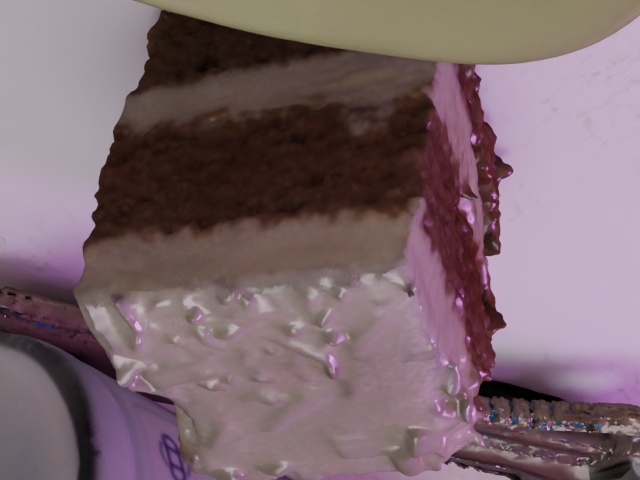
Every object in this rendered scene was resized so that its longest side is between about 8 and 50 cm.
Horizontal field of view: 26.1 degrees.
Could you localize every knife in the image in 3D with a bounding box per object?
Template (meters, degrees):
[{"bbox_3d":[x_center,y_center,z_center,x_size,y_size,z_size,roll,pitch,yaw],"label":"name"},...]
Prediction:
[{"bbox_3d":[0.006,0.071,0.672,0.365,0.043,0.089,14,139,-10],"label":"knife"}]

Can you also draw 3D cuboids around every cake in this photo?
[{"bbox_3d":[0.000,0.000,0.505,0.135,0.147,0.135,-9,136,13],"label":"cake"}]

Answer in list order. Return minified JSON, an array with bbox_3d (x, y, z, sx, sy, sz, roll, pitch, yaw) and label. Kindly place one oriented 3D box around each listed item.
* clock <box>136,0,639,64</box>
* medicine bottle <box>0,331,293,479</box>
[{"bbox_3d":[-0.032,-0.169,0.349,0.308,0.096,0.235,8,141,-6],"label":"clock"},{"bbox_3d":[-0.073,0.194,0.681,0.190,0.190,0.332,-22,142,26],"label":"medicine bottle"}]
